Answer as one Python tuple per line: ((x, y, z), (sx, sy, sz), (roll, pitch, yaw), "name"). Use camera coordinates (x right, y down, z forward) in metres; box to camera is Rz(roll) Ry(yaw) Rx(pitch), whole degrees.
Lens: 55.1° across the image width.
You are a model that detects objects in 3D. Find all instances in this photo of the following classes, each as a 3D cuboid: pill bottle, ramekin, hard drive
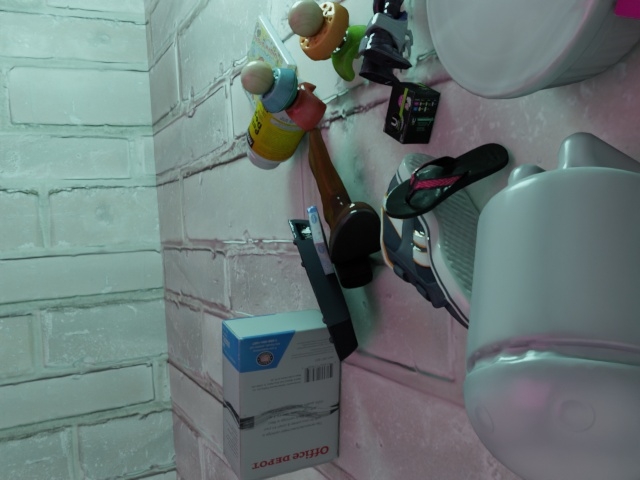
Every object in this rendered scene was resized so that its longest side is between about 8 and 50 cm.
((-0.092, -0.249, 1.337), (0.215, 0.117, 0.117), (-54, 47, 52), "pill bottle")
((0.244, -0.291, 0.660), (0.273, 0.127, 0.272), (19, 111, 61), "ramekin")
((0.007, 0.089, 1.192), (0.172, 0.054, 0.254), (74, 175, -54), "hard drive")

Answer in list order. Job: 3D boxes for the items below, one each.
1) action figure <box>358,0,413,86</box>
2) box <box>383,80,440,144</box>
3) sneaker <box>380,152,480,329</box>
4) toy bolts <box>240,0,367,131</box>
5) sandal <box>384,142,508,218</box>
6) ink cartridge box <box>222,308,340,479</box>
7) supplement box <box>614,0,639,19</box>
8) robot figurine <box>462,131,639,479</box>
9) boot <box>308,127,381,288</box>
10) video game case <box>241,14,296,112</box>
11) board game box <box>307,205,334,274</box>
((0.110, -0.395, 0.948), (0.185, 0.099, 0.284), (172, 106, -70), "action figure")
((0.142, -0.199, 0.957), (0.062, 0.052, 0.083), (47, 135, 50), "box")
((0.172, 0.024, 0.855), (0.321, 0.126, 0.127), (-105, 32, -44), "sneaker")
((-0.043, -0.339, 1.107), (0.228, 0.159, 0.218), (-53, 39, 20), "toy bolts")
((0.161, -0.088, 0.812), (0.040, 0.179, 0.067), (59, -176, -46), "sandal")
((-0.084, 0.317, 1.289), (0.129, 0.223, 0.307), (22, 113, 61), "ink cartridge box")
((0.359, -0.210, 0.461), (0.220, 0.114, 0.111), (42, 131, 52), "supplement box")
((0.241, 0.075, 0.566), (0.300, 0.200, 0.353), (-41, 31, 58), "robot figurine")
((0.037, -0.086, 1.096), (0.264, 0.096, 0.280), (69, -175, -65), "boot")
((-0.132, -0.398, 1.494), (0.227, 0.026, 0.206), (64, 145, 37), "video game case")
((0.000, 0.000, 1.102), (0.090, 0.020, 0.090), (71, -176, -48), "board game box")
